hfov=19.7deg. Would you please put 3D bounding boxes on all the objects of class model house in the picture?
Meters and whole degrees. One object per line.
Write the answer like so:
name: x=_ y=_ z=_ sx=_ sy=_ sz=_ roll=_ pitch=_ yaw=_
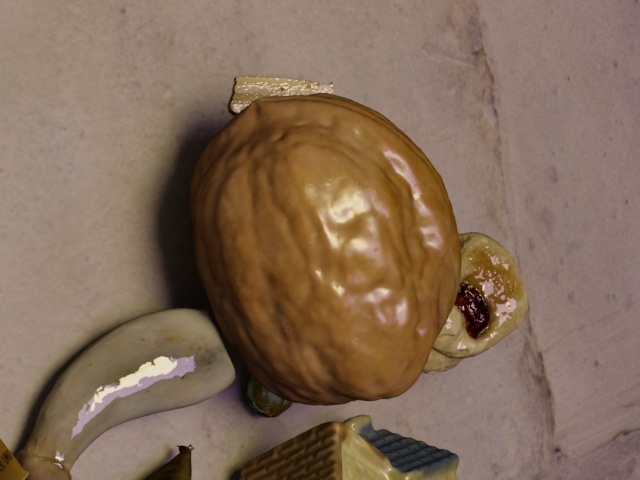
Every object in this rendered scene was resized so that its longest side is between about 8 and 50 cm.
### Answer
model house: x=0.029 y=0.348 z=2.086 sx=0.321 sy=0.261 sz=0.266 roll=-10 pitch=71 yaw=-59

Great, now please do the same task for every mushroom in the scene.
mushroom: x=-0.210 y=0.155 z=1.926 sx=0.270 sy=0.103 sz=0.118 roll=-29 pitch=104 yaw=-28

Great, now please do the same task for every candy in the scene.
candy: x=-0.010 y=0.172 z=2.146 sx=0.202 sy=0.061 sz=0.061 roll=2 pitch=89 yaw=-52

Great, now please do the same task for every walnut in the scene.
walnut: x=0.003 y=-0.001 z=1.989 sx=0.306 sy=0.306 sz=0.344 roll=-43 pitch=115 yaw=-34

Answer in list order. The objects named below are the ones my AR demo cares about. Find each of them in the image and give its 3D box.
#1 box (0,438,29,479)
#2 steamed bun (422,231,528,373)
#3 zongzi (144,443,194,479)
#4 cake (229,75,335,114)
box: x=-0.403 y=0.189 z=1.758 sx=0.159 sy=0.071 sz=0.240 roll=-48 pitch=121 yaw=-30
steamed bun: x=0.142 y=0.086 z=2.180 sx=0.141 sy=0.172 sz=0.155 roll=59 pitch=35 yaw=-8
zongzi: x=-0.227 y=0.298 z=1.900 sx=0.221 sy=0.112 sz=0.242 roll=26 pitch=65 yaw=-39
cake: x=-0.044 y=-0.162 z=2.103 sx=0.121 sy=0.065 sz=0.052 roll=8 pitch=82 yaw=-36
